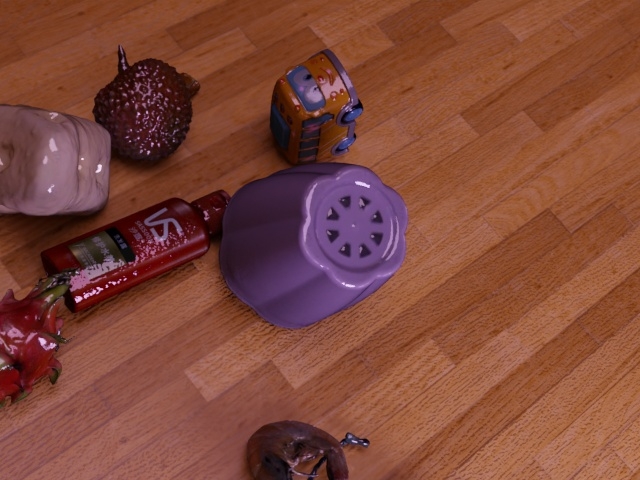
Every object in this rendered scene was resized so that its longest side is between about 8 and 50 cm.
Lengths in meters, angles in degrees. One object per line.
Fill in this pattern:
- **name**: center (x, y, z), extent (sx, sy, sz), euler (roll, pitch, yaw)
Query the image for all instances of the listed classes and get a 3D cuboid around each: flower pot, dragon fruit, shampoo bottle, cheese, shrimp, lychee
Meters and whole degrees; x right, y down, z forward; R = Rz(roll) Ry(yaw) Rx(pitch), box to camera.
- **flower pot**: center (0.000, 0.000, 1.590), extent (0.265, 0.243, 0.265), euler (3, 83, -22)
- **dragon fruit**: center (-0.419, 0.134, 1.483), extent (0.236, 0.135, 0.137), euler (-40, 70, -13)
- **shampoo bottle**: center (-0.277, 0.007, 1.645), extent (0.314, 0.076, 0.118), euler (-25, 55, -27)
- **cheese**: center (-0.458, -0.119, 1.569), extent (0.247, 0.251, 0.174), euler (3, 96, -2)
- **shrimp**: center (-0.027, 0.338, 1.486), extent (0.143, 0.052, 0.251), euler (-5, 36, -10)
- **lychee**: center (-0.298, -0.227, 1.723), extent (0.165, 0.165, 0.197), euler (-36, 94, -30)

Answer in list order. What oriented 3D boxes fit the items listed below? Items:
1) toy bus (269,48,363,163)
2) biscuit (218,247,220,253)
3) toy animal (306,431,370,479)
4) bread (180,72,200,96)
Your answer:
- **toy bus**: center (-0.016, -0.220, 1.782), extent (0.136, 0.209, 0.126), euler (-24, 70, -15)
- **biscuit**: center (-0.056, 0.008, 1.733), extent (0.236, 0.040, 0.144), euler (-18, 63, -24)
- **toy animal**: center (-0.006, 0.384, 1.519), extent (0.079, 0.070, 0.253), euler (38, 45, -17)
- **bread**: center (-0.254, -0.262, 1.833), extent (0.047, 0.036, 0.083), euler (36, 55, 10)
